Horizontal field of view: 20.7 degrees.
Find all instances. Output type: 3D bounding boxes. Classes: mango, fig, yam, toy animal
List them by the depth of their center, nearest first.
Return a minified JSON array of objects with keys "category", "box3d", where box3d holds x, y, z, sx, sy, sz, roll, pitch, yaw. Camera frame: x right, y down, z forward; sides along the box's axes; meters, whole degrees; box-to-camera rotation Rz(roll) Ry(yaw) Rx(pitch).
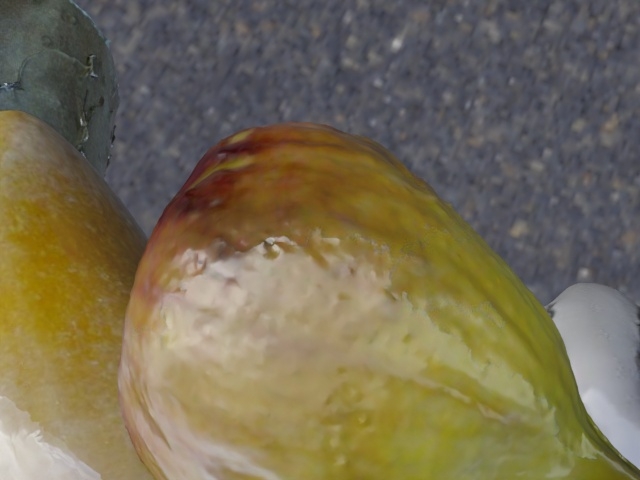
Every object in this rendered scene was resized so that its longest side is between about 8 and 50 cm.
[{"category":"fig","box3d":[0.048,0.065,0.657,0.257,0.159,0.159,30,137,0]},{"category":"mango","box3d":[-0.113,0.120,0.889,0.199,0.221,0.384,-23,85,2]},{"category":"toy animal","box3d":[0.204,0.108,1.121,0.235,0.187,0.165,-8,105,12]},{"category":"yam","box3d":[-0.278,-0.019,1.285,0.241,0.348,0.241,9,140,7]}]
